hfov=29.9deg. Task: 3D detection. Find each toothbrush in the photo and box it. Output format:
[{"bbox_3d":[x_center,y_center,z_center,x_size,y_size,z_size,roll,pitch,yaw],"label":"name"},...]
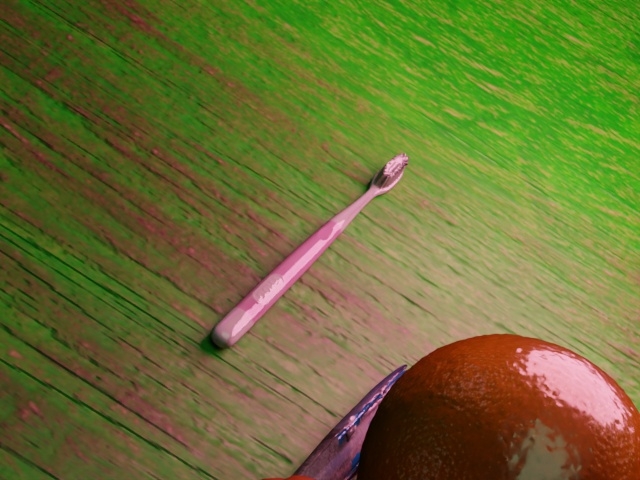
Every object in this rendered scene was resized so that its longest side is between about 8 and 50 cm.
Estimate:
[{"bbox_3d":[0.000,0.000,0.948,0.020,0.025,0.286,39,44,6],"label":"toothbrush"},{"bbox_3d":[-0.040,0.191,0.750,0.413,0.042,0.035,-40,115,-46],"label":"toothbrush"}]

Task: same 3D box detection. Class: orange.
[{"bbox_3d":[0.117,0.162,0.759,0.206,0.206,0.206,16,46,-18],"label":"orange"}]

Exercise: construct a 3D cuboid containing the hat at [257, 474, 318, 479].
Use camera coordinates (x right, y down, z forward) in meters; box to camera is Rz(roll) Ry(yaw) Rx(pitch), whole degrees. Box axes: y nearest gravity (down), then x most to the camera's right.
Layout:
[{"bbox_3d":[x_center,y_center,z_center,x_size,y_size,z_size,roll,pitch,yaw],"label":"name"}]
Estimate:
[{"bbox_3d":[-0.079,0.311,0.515,0.400,0.285,0.285,-35,73,-19],"label":"hat"}]
